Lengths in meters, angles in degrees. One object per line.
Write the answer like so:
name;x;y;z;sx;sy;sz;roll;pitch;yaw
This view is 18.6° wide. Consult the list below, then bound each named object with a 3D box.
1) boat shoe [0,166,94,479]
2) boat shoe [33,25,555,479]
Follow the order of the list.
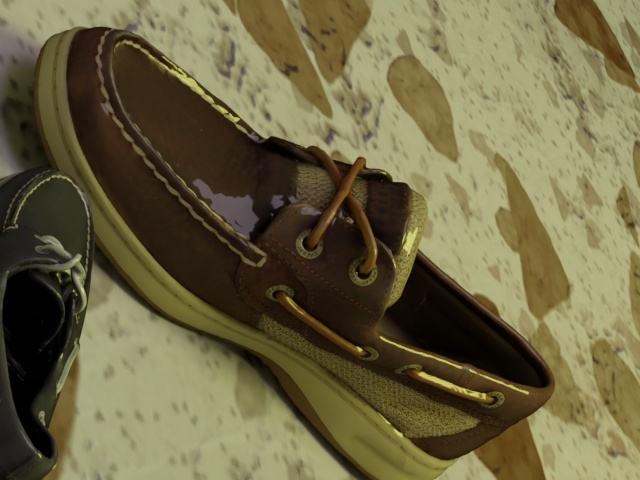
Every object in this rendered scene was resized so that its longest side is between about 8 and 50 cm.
boat shoe;-0.116;0.035;0.806;0.075;0.065;0.206;49;29;-27
boat shoe;0.000;0.000;0.984;0.342;0.123;0.123;47;31;-31
